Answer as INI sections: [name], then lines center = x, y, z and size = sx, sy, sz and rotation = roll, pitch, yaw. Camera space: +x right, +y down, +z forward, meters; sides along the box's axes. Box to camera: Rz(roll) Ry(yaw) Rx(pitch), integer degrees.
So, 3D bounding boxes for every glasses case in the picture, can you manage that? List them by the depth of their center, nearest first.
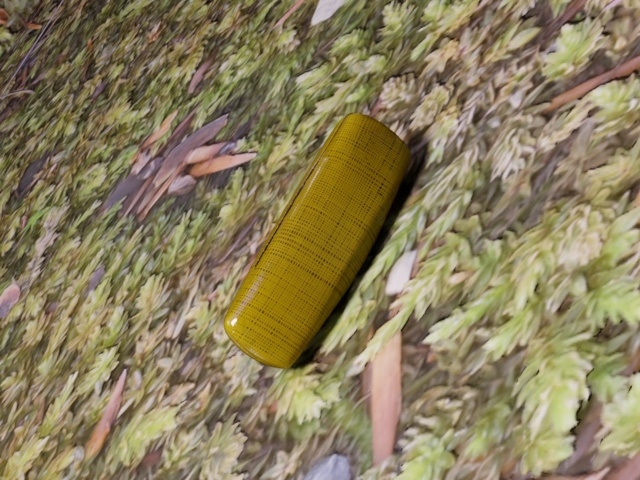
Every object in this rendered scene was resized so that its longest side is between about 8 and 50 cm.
[glasses case]
center = 0.000, 0.000, 1.423
size = 0.234, 0.079, 0.064
rotation = -60, 18, -20
